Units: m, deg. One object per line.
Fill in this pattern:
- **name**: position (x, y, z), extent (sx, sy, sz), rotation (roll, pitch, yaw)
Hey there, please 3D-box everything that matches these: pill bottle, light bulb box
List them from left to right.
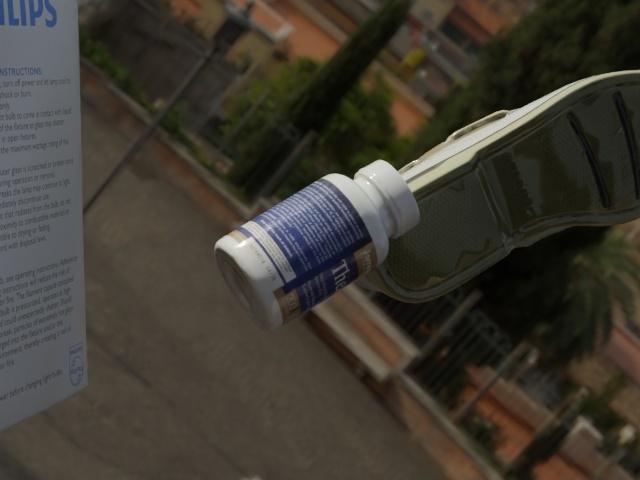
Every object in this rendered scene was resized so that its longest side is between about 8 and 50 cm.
- **light bulb box**: position (-0.398, -0.039, 1.176), extent (0.358, 0.361, 0.225), rotation (2, 8, 16)
- **pill bottle**: position (0.000, 0.000, 0.901), extent (0.067, 0.120, 0.067), rotation (51, -18, 23)

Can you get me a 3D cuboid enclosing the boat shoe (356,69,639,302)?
- **boat shoe**: position (0.145, -0.051, 1.046), extent (0.103, 0.302, 0.113), rotation (21, -51, 65)
